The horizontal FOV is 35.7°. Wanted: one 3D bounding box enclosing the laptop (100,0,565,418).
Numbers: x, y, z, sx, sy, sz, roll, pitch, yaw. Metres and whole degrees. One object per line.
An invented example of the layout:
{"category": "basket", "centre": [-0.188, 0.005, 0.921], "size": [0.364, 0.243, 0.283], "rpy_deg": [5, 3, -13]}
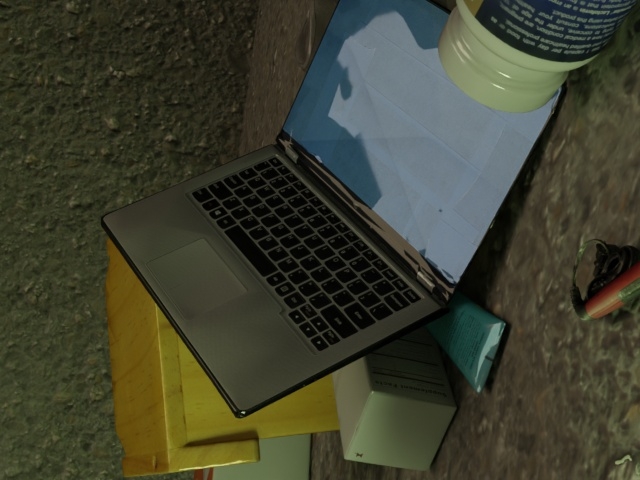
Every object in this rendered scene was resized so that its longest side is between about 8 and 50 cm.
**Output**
{"category": "laptop", "centre": [-0.015, -0.084, 1.107], "size": [0.382, 0.407, 0.236], "rpy_deg": [46, 153, 43]}

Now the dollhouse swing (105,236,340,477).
{"category": "dollhouse swing", "centre": [-0.106, 0.130, 1.376], "size": [0.315, 0.304, 0.347], "rpy_deg": [-29, 66, 60]}

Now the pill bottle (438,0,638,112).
{"category": "pill bottle", "centre": [0.207, -0.242, 0.857], "size": [0.265, 0.153, 0.153], "rpy_deg": [117, 160, -51]}

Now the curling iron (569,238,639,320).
{"category": "curling iron", "centre": [0.255, -0.005, 0.716], "size": [0.274, 0.035, 0.068], "rpy_deg": [127, 151, -64]}

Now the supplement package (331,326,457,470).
{"category": "supplement package", "centre": [0.081, 0.168, 1.176], "size": [0.179, 0.105, 0.105], "rpy_deg": [-99, 24, -57]}

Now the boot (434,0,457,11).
{"category": "boot", "centre": [0.167, -0.264, 1.226], "size": [0.095, 0.123, 0.258], "rpy_deg": [13, 123, 37]}

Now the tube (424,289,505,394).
{"category": "tube", "centre": [0.146, 0.088, 1.099], "size": [0.207, 0.052, 0.080], "rpy_deg": [-129, 48, -66]}

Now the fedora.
{"category": "fedora", "centre": [0.025, -0.373, 1.815], "size": [0.244, 0.124, 0.276], "rpy_deg": [120, 157, -57]}

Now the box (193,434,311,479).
{"category": "box", "centre": [-0.121, 0.341, 1.770], "size": [0.215, 0.168, 0.346], "rpy_deg": [121, 156, -56]}
